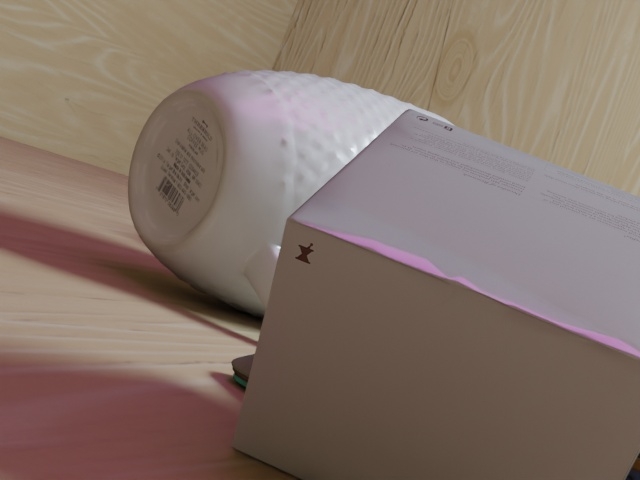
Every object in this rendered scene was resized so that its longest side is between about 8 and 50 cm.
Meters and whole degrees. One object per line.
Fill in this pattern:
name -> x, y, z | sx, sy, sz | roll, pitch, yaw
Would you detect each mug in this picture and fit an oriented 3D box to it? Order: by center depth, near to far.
mug -> -0.006, -0.011, 1.051 | 0.328, 0.276, 0.374 | 12, 38, -43

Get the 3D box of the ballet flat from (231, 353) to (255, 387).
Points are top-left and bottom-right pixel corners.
ballet flat -> 0.038, 0.104, 0.681 | 0.213, 0.068, 0.072 | 22, 2, 25

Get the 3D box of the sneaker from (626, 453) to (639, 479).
sneaker -> 0.166, 0.127, 0.805 | 0.297, 0.111, 0.131 | 22, 2, 10

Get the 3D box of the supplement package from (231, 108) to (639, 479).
supplement package -> 0.088, 0.048, 0.566 | 0.194, 0.149, 0.203 | 22, 29, 13
